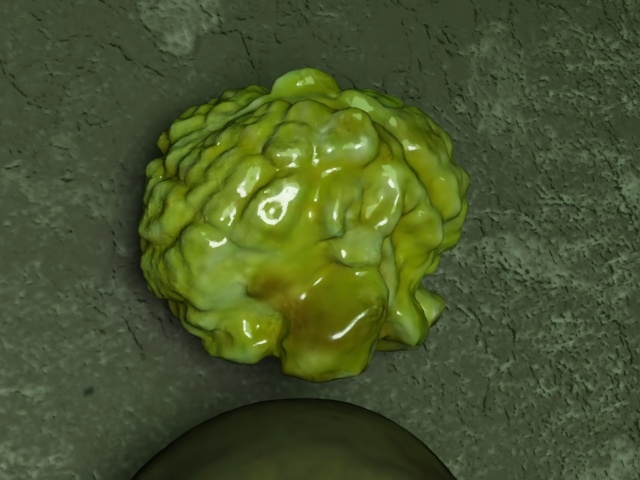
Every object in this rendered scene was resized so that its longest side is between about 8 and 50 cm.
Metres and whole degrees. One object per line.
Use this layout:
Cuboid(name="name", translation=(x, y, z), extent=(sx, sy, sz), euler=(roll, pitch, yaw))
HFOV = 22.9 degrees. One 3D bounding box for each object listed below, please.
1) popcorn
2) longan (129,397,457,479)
Cuboid(name="popcorn", translation=(0.000, 0.000, 1.133), extent=(0.251, 0.206, 0.237), euler=(53, 41, -24))
Cuboid(name="longan", translation=(0.001, 0.257, 0.989), extent=(0.319, 0.319, 0.318), euler=(8, 71, -25))
